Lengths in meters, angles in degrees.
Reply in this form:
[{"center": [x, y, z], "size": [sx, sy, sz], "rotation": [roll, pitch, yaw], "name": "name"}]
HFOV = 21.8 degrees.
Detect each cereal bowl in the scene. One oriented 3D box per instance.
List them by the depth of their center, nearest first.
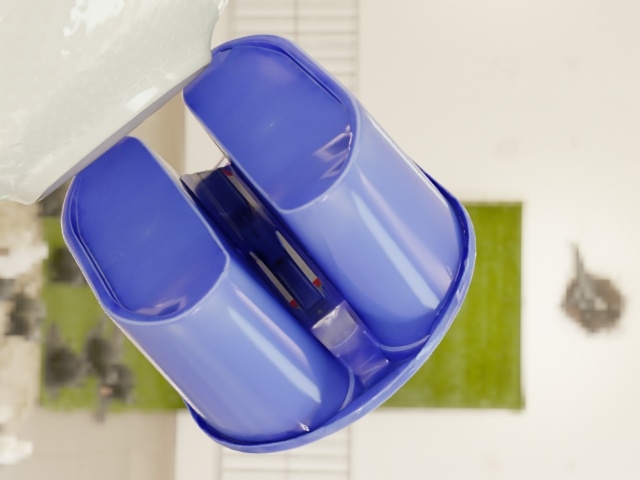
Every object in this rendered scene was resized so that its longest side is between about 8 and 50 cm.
[{"center": [-0.179, -0.125, 1.116], "size": [0.141, 0.339, 0.339], "rotation": [52, 11, -5], "name": "cereal bowl"}]

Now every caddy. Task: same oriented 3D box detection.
[{"center": [-0.034, 0.005, 1.185], "size": [0.179, 0.241, 0.341], "rotation": [50, 0, -33], "name": "caddy"}]

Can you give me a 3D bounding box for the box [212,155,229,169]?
[{"center": [0.000, 0.000, 1.891], "size": [0.201, 0.293, 0.057], "rotation": [-51, -175, -19], "name": "box"}]
